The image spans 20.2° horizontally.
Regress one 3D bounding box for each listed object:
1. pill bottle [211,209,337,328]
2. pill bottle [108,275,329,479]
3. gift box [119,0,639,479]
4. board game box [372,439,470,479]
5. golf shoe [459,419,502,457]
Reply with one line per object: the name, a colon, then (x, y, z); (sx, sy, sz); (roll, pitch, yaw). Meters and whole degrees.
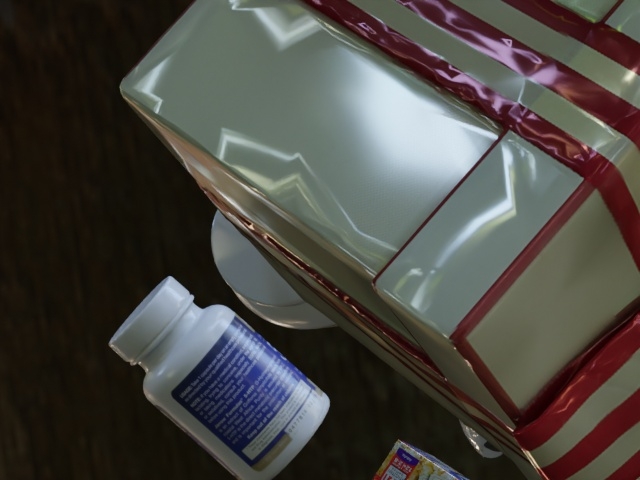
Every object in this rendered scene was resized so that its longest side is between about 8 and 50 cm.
pill bottle: (0.000, 0.000, 1.060); (0.103, 0.103, 0.184); (-8, -3, 16)
pill bottle: (-0.094, 0.124, 1.621); (0.112, 0.186, 0.112); (-47, 7, 7)
gift box: (0.116, -0.035, 0.819); (0.258, 0.255, 0.276); (37, -4, 38)
board game box: (0.149, 0.247, 1.551); (0.193, 0.045, 0.147); (32, -2, 19)
golf shoe: (0.155, 0.063, 1.187); (0.198, 0.094, 0.077); (-37, 51, -25)
